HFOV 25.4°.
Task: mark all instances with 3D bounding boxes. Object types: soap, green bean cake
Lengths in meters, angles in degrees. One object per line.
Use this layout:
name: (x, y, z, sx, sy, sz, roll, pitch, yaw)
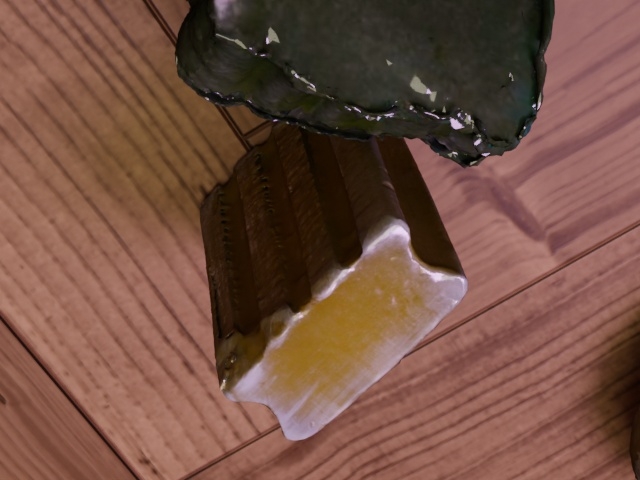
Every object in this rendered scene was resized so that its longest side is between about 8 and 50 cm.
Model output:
soap: (0.000, 0.000, 1.018, 0.173, 0.274, 0.089, -43, 114, 15)
green bean cake: (0.039, -0.188, 0.946, 0.241, 0.132, 0.255, 13, 74, -20)

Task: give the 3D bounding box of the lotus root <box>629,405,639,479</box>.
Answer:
lotus root: (0.398, 0.218, 1.240, 0.350, 0.175, 0.175, 35, 108, -27)
